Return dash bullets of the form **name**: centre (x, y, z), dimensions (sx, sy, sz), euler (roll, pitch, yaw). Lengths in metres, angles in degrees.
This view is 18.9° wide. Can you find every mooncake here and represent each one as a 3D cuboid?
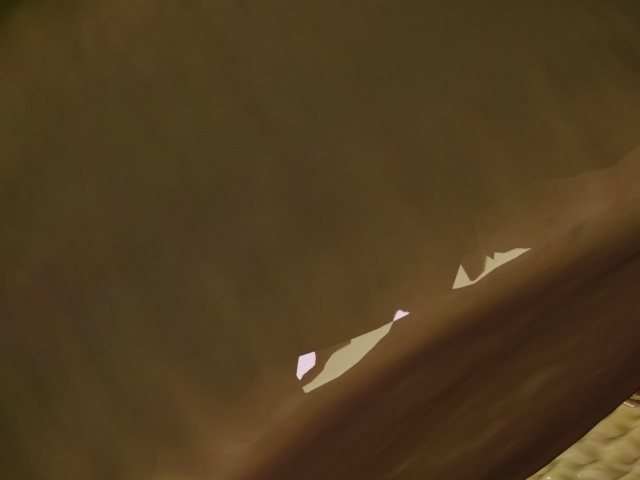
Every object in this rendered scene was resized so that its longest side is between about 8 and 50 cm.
- **mooncake**: centre (0.000, 0.000, 0.579), dimensions (0.284, 0.155, 0.284), euler (-29, 161, -11)

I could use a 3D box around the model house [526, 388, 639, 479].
- **model house**: centre (0.136, 0.076, 1.062), dimensions (0.254, 0.160, 0.196), euler (-15, 156, -43)
